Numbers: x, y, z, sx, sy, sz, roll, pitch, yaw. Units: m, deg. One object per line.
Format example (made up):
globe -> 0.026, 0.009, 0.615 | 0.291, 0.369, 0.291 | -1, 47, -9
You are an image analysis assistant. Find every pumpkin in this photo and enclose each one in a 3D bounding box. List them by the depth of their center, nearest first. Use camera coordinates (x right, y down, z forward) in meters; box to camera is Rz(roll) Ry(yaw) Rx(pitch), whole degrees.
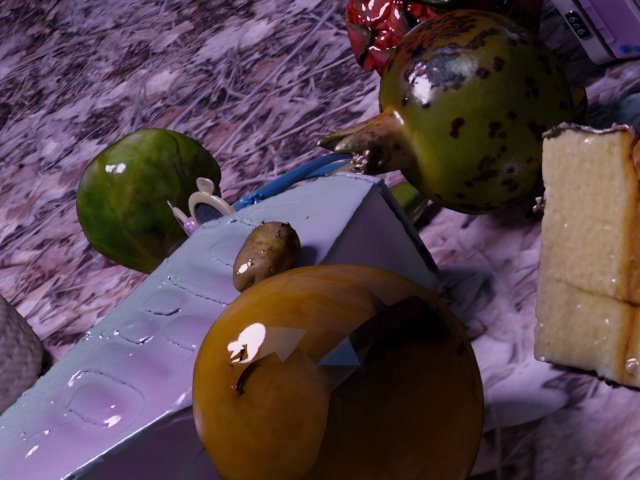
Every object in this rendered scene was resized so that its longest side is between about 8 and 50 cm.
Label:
pumpkin -> 0.241, -0.120, 1.723 | 0.083, 0.028, 0.050 | -28, 27, 34

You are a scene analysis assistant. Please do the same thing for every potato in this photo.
potato -> -0.047, 0.016, 1.485 | 0.051, 0.040, 0.083 | -3, 41, 34

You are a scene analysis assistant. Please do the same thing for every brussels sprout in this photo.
brussels sprout -> -0.192, -0.040, 1.944 | 0.161, 0.180, 0.144 | -40, 32, -27

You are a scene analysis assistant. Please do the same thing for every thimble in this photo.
thimble -> -0.431, 0.139, 1.964 | 0.219, 0.150, 0.219 | -29, 27, 16

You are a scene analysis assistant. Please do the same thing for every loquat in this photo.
loquat -> 0.016, 0.128, 1.358 | 0.235, 0.235, 0.235 | -28, 27, 16

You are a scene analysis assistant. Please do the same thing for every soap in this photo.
soap -> -0.099, 0.128, 1.576 | 0.446, 0.156, 0.261 | -44, 27, -18

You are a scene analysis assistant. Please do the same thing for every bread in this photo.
bread -> 0.243, 0.011, 1.329 | 0.135, 0.178, 0.240 | -44, 29, -20

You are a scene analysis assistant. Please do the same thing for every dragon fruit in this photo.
dragon fruit -> 0.146, -0.237, 1.849 | 0.234, 0.293, 0.233 | -5, 77, 21

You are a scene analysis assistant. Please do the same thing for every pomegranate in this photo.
pomegranate -> 0.122, -0.113, 1.651 | 0.246, 0.198, 0.198 | -24, 28, 12

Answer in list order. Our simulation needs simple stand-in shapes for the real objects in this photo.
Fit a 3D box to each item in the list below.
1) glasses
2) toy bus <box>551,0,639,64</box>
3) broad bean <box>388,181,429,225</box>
glasses -> -0.038, -0.034, 1.816 | 0.221, 0.088, 0.190 | -14, -4, -18
toy bus -> 0.329, -0.296, 1.790 | 0.142, 0.142, 0.202 | -22, 29, 38
broad bean -> 0.004, 0.007, 1.767 | 0.325, 0.067, 0.075 | -28, 49, 9
